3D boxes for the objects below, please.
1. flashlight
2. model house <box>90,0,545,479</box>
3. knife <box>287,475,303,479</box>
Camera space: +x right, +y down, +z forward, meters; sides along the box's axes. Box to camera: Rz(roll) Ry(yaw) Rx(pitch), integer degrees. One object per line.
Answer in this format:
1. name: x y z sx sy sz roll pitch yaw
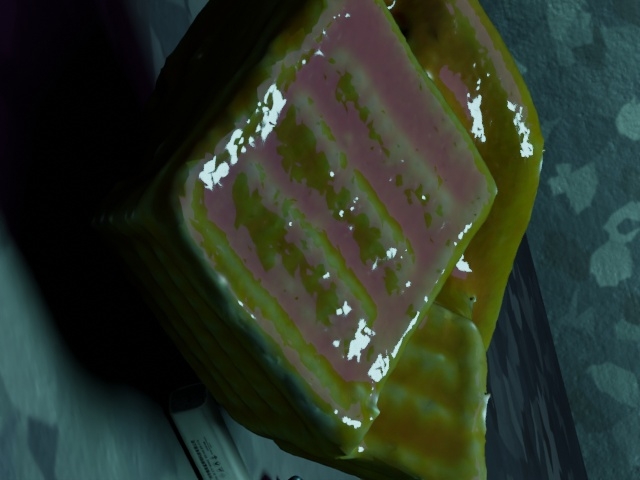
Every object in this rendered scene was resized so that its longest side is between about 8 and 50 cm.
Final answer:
1. flashlight: -0.045 0.099 0.819 0.018 0.018 0.083 -90 163 -52
2. model house: 0.015 0.005 0.771 0.268 0.173 0.239 53 17 -19
3. knife: -0.001 0.238 0.849 0.044 0.026 0.297 79 4 -57
